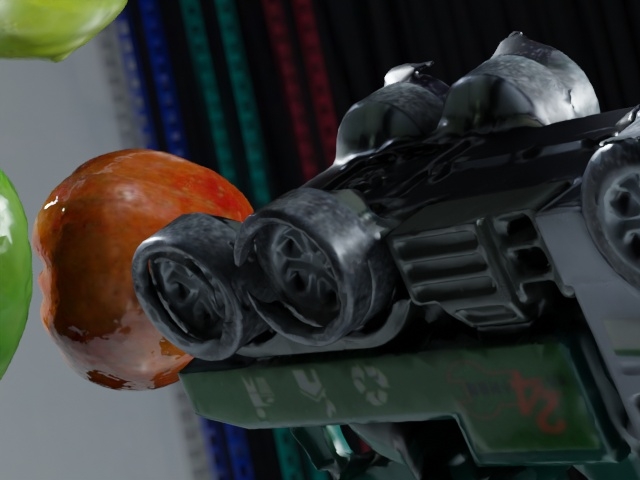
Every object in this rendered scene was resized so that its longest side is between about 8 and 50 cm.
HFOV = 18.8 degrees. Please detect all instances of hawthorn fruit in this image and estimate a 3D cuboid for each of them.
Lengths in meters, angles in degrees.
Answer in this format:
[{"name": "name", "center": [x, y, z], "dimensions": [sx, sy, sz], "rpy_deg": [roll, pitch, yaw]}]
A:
[{"name": "hawthorn fruit", "center": [-0.082, 0.008, 0.965], "dimensions": [0.140, 0.125, 0.125], "rpy_deg": [-34, -16, 18]}]

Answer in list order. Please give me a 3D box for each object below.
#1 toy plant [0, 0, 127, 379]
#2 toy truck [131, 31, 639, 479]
[{"name": "toy plant", "center": [-0.214, -0.066, 0.895], "dimensions": [0.224, 0.315, 0.184], "rpy_deg": [25, 15, 2]}, {"name": "toy truck", "center": [0.088, 0.021, 0.737], "dimensions": [0.363, 0.178, 0.176], "rpy_deg": [-13, 17, 49]}]
